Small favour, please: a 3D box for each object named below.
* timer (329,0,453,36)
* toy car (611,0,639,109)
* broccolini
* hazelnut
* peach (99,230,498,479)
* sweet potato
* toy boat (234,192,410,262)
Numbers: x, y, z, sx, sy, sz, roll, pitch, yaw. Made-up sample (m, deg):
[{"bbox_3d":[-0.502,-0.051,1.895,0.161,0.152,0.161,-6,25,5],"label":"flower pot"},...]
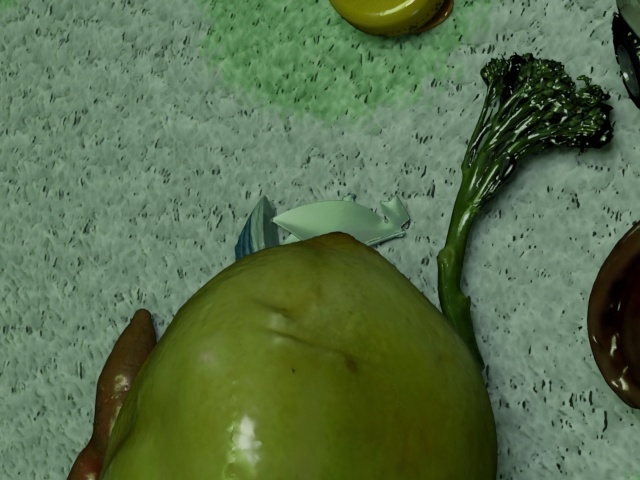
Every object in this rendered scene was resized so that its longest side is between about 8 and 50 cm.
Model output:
[{"bbox_3d":[0.052,-0.222,1.445,0.107,0.109,0.107,-5,75,21],"label":"timer"},{"bbox_3d":[0.317,-0.130,1.256,0.193,0.118,0.301,-18,38,-1],"label":"toy car"},{"bbox_3d":[0.159,-0.020,1.378,0.123,0.062,0.271,1,71,37],"label":"broccolini"},{"bbox_3d":[0.288,0.064,1.252,0.202,0.160,0.170,4,78,16],"label":"hazelnut"},{"bbox_3d":[-0.014,0.170,1.276,0.282,0.314,0.315,14,52,-8],"label":"peach"},{"bbox_3d":[-0.168,0.154,1.467,0.055,0.058,0.202,16,82,3],"label":"sweet potato"},{"bbox_3d":[-0.010,-0.005,1.455,0.149,0.034,0.105,-42,68,7],"label":"toy boat"}]
